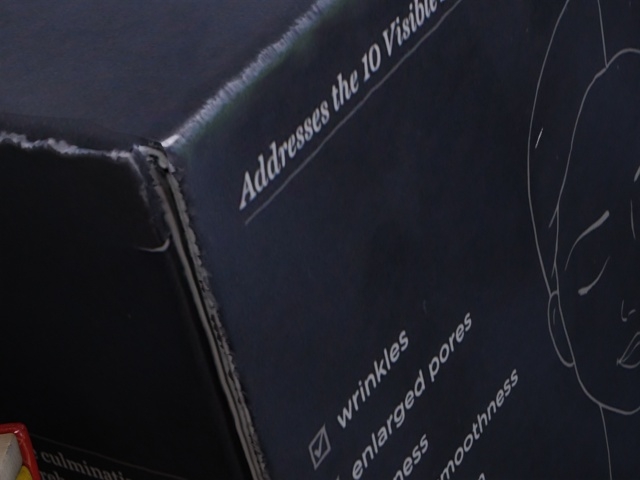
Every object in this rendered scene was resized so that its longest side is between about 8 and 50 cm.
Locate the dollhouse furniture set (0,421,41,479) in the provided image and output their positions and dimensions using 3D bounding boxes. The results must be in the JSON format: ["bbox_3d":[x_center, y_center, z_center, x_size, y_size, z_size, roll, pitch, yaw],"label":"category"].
[{"bbox_3d":[-0.167,0.259,0.735,0.152,0.201,0.374,-63,143,-72],"label":"dollhouse furniture set"}]

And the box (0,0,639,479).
[{"bbox_3d":[0.000,0.000,0.921,0.480,0.297,0.472,-48,137,-40],"label":"box"}]
